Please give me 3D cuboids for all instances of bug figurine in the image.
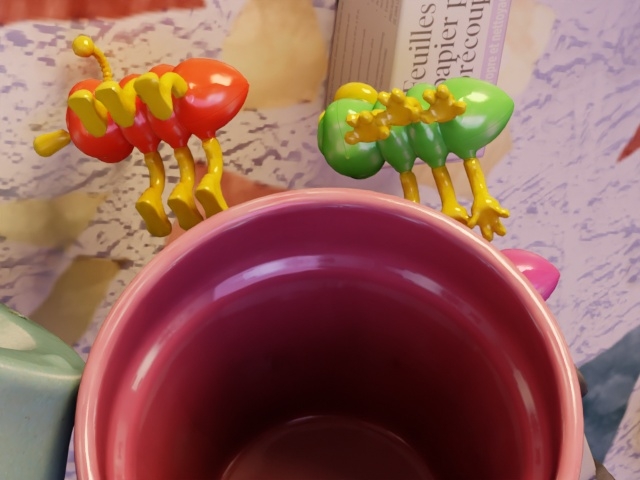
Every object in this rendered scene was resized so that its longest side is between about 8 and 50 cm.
[{"bbox_3d":[0.000,0.000,0.713,0.216,0.072,0.279,-7,135,18],"label":"bug figurine"}]

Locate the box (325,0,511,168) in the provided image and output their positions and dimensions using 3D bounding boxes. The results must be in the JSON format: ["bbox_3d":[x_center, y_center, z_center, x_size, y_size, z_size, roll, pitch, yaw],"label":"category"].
[{"bbox_3d":[0.059,-0.191,0.676,0.063,0.067,0.324,-8,122,-25],"label":"box"}]

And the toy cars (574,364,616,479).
[{"bbox_3d":[0.195,0.152,0.962,0.393,0.087,0.176,17,105,-33],"label":"toy cars"}]

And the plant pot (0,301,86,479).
[{"bbox_3d":[-0.225,0.130,0.603,0.271,0.271,0.255,25,91,-38],"label":"plant pot"}]

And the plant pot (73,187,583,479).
[{"bbox_3d":[0.004,0.106,0.646,0.201,0.201,0.180,-27,156,-13],"label":"plant pot"}]
